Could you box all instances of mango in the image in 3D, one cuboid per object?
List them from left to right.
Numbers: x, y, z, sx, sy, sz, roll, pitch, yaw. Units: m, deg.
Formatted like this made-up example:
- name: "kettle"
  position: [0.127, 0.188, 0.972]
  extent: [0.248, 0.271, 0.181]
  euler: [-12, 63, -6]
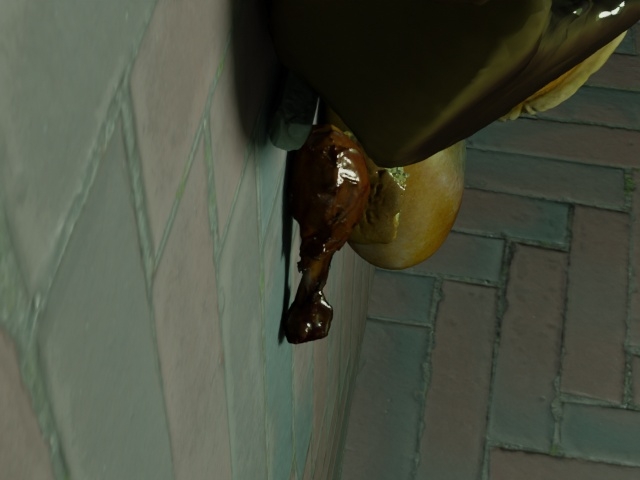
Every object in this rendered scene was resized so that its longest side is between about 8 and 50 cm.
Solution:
- name: "mango"
  position: [0.094, -0.125, 1.672]
  extent: [0.221, 0.198, 0.384]
  euler: [-69, 153, -49]

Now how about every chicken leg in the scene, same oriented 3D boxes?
- name: "chicken leg"
  position: [0.000, 0.000, 1.443]
  extent: [0.113, 0.093, 0.304]
  euler: [-93, -171, -52]

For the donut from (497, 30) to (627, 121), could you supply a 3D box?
- name: "donut"
  position: [0.264, -0.400, 1.848]
  extent: [0.198, 0.448, 0.449]
  euler: [-8, 107, -56]

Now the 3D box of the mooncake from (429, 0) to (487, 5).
- name: "mooncake"
  position: [0.089, -0.319, 0.739]
  extent: [0.187, 0.324, 0.324]
  euler: [-74, 170, -55]

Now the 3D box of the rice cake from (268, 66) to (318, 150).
- name: "rice cake"
  position: [-0.012, -0.185, 1.248]
  extent: [0.045, 0.042, 0.245]
  euler: [114, -10, -48]

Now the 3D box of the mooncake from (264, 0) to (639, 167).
- name: "mooncake"
  position: [0.144, -0.250, 1.094]
  extent: [0.393, 0.246, 0.394]
  euler: [-40, 172, -5]

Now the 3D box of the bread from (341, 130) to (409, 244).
- name: "bread"
  position: [0.045, -0.065, 1.538]
  extent: [0.069, 0.127, 0.140]
  euler: [-79, 173, -65]
